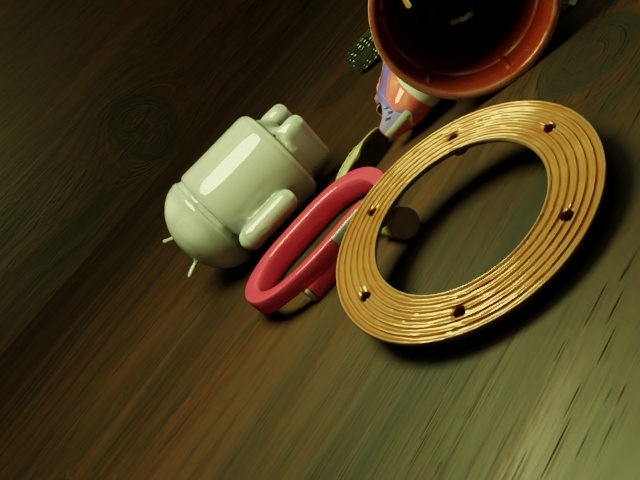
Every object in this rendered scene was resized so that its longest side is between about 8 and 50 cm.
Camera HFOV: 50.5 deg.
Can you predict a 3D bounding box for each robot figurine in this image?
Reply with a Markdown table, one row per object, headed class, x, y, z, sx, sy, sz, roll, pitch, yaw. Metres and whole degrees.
| class | x | y | z | sx | sy | sz | roll | pitch | yaw |
| --- | --- | --- | --- | --- | --- | --- | --- | --- | --- |
| robot figurine | -0.149 | -0.089 | 1.278 | 0.353 | 0.200 | 0.300 | -45 | 35 | 0 |

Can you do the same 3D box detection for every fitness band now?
| class | x | y | z | sx | sy | sz | roll | pitch | yaw |
| --- | --- | --- | --- | --- | --- | --- | --- | --- | --- |
| fitness band | 0.000 | 0.000 | 1.056 | 0.291 | 0.054 | 0.209 | -47 | 18 | -5 |

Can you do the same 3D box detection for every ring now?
| class | x | y | z | sx | sy | sz | roll | pitch | yaw |
| --- | --- | --- | --- | --- | --- | --- | --- | --- | --- |
| ring | 0.158 | -0.023 | 0.766 | 0.337 | 0.032 | 0.336 | -30 | 36 | 25 |

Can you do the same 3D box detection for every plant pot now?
| class | x | y | z | sx | sy | sz | roll | pitch | yaw |
| --- | --- | --- | --- | --- | --- | --- | --- | --- | --- |
| plant pot | 0.213 | -0.397 | 1.078 | 0.272 | 0.272 | 0.265 | -36 | 21 | 22 |

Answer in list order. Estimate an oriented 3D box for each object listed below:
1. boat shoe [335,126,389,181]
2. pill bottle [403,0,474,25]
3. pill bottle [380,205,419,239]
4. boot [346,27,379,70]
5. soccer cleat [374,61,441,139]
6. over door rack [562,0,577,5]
| class | x | y | z | sx | sy | sz | roll | pitch | yaw |
| --- | --- | --- | --- | --- | --- | --- | --- | --- | --- |
| boat shoe | 0.069 | -0.144 | 1.181 | 0.135 | 0.050 | 0.045 | -53 | 28 | -18 |
| pill bottle | 0.178 | -0.472 | 1.304 | 0.136 | 0.246 | 0.136 | -38 | 22 | 19 |
| pill bottle | 0.096 | -0.026 | 0.926 | 0.043 | 0.043 | 0.083 | -50 | 22 | -12 |
| boot | 0.166 | -0.522 | 1.658 | 0.247 | 0.083 | 0.161 | -33 | 19 | 26 |
| soccer cleat | 0.141 | -0.284 | 1.241 | 0.116 | 0.109 | 0.318 | -51 | 18 | 22 |
| over door rack | 0.451 | -0.524 | 1.118 | 0.324 | 0.108 | 0.239 | -56 | 18 | 14 |
